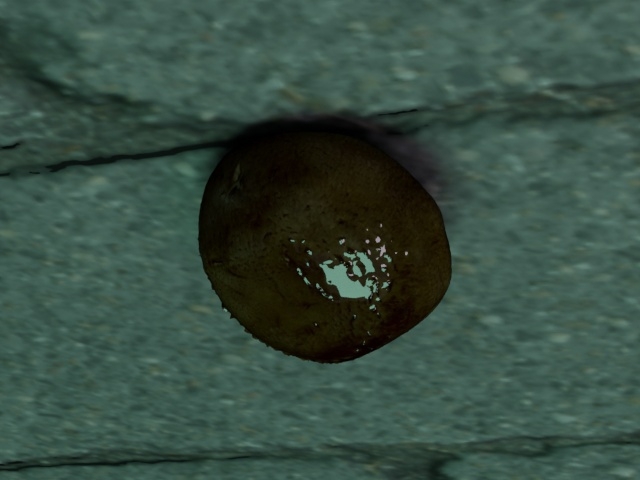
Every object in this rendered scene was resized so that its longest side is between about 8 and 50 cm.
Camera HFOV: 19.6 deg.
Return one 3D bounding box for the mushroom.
[{"bbox_3d":[0.000,0.000,0.843,0.127,0.087,0.127,17,135,18],"label":"mushroom"}]
